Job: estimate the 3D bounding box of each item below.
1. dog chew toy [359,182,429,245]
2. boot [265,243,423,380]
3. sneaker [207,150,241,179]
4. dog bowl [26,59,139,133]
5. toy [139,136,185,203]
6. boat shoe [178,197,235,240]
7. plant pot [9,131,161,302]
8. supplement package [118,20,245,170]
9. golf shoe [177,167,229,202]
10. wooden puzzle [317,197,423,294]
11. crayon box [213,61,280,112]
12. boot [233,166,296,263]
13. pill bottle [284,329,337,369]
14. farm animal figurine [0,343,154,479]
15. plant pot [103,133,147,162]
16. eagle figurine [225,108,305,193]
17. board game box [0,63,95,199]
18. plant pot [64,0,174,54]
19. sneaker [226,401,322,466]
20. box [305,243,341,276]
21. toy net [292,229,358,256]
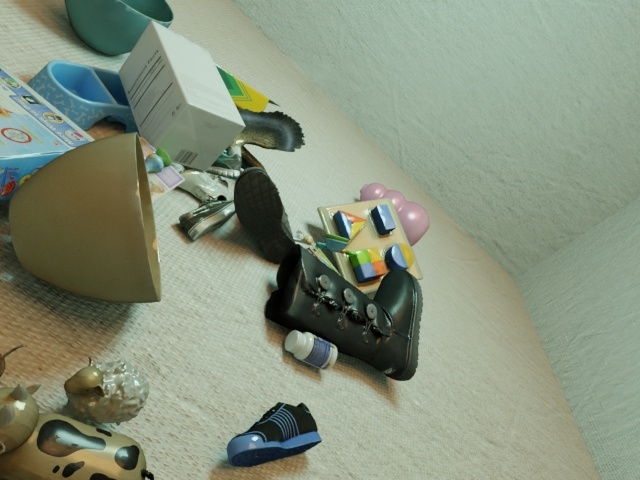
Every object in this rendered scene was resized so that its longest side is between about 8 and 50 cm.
[{"bbox_3d":[0.309,-0.124,1.997,0.331,0.207,0.206,41,25,3],"label":"dog chew toy"},{"bbox_3d":[0.080,0.143,1.264,0.444,0.146,0.367,30,41,-23],"label":"boot"},{"bbox_3d":[-0.289,-0.220,1.264,0.166,0.076,0.065,15,-2,8],"label":"sneaker"},{"bbox_3d":[-0.542,-0.350,1.116,0.166,0.074,0.297,52,25,9],"label":"dog bowl"},{"bbox_3d":[-0.403,-0.125,0.942,0.137,0.056,0.237,45,48,-4],"label":"toy"},{"bbox_3d":[-0.269,-0.073,1.152,0.070,0.077,0.219,48,27,-2],"label":"boat shoe"},{"bbox_3d":[-0.378,-0.027,0.752,0.190,0.284,0.284,-7,50,-16],"label":"plant pot"},{"bbox_3d":[-0.348,-0.351,1.137,0.177,0.175,0.293,9,47,-52],"label":"supplement package"},{"bbox_3d":[-0.303,-0.133,1.200,0.176,0.069,0.086,9,51,-51],"label":"golf shoe"},{"bbox_3d":[0.185,0.004,1.556,0.347,0.080,0.323,-8,70,-34],"label":"wooden puzzle"},{"bbox_3d":[-0.322,-0.528,1.605,0.322,0.083,0.203,23,8,-41],"label":"crayon box"},{"bbox_3d":[-0.161,-0.109,1.233,0.338,0.118,0.223,77,-4,-50],"label":"boot"},{"bbox_3d":[-0.023,0.256,1.086,0.120,0.067,0.067,32,30,-30],"label":"pill bottle"},{"bbox_3d":[-0.332,0.249,0.494,0.326,0.172,0.331,26,33,-38],"label":"farm animal figurine"},{"bbox_3d":[-0.451,-0.191,1.035,0.083,0.081,0.082,8,46,-44],"label":"plant pot"},{"bbox_3d":[-0.227,-0.284,1.369,0.298,0.226,0.226,14,76,-25],"label":"eagle figurine"},{"bbox_3d":[-0.586,-0.192,0.746,0.308,0.086,0.302,38,25,8],"label":"board game box"},{"bbox_3d":[-0.597,-0.650,1.308,0.290,0.195,0.290,36,28,-23],"label":"plant pot"},{"bbox_3d":[-0.090,0.350,0.848,0.232,0.081,0.091,24,31,-52],"label":"sneaker"},{"bbox_3d":[0.014,0.111,1.383,0.207,0.036,0.114,51,26,5],"label":"box"},{"bbox_3d":[0.000,0.000,1.341,0.232,0.045,0.122,13,0,42],"label":"toy net"}]
